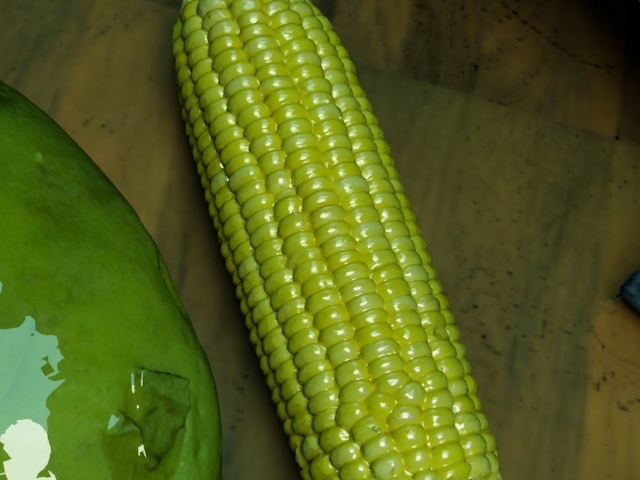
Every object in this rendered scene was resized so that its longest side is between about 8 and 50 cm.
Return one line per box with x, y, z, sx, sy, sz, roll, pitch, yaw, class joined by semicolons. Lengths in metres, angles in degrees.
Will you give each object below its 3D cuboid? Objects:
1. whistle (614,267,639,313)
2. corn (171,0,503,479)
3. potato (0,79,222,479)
0.253;0.106;0.690;0.304;0.062;0.062;44;59;12;whistle
0.000;0.000;0.675;0.081;0.081;0.248;-10;64;-20;corn
-0.134;0.050;0.573;0.186;0.148;0.253;-17;71;-12;potato
